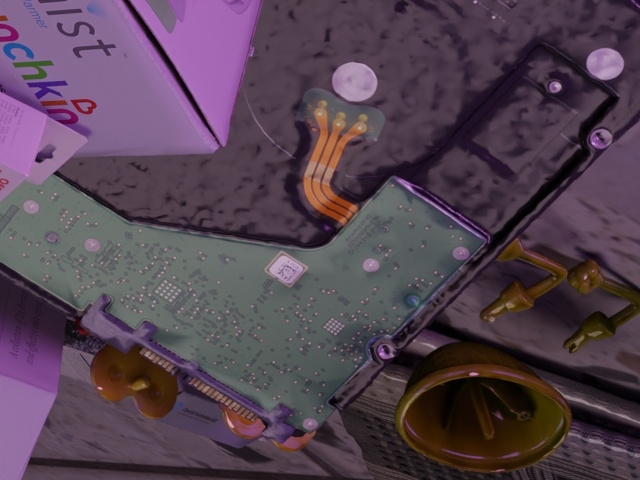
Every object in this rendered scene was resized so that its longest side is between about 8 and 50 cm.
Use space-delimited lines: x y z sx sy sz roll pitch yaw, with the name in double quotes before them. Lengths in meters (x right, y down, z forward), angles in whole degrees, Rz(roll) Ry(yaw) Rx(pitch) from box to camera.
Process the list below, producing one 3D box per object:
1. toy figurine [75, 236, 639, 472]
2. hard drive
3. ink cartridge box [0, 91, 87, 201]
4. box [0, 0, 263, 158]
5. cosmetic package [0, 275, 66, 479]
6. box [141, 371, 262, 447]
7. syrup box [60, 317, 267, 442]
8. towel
"toy figurine" 0.000 0.000 1.250 0.362 0.191 0.217 17 -156 -30
"hard drive" -0.009 -0.060 0.971 0.237 0.064 0.339 32 124 -14
"ink cartridge box" -0.132 -0.035 0.697 0.083 0.028 0.048 26 147 -22
"box" -0.131 -0.166 0.766 0.231 0.262 0.127 -1 147 24
"cosmetic package" -0.300 -0.006 1.228 0.284 0.097 0.377 20 -158 -13
"box" -0.101 0.040 1.316 0.038 0.186 0.145 -28 155 15
"syrup box" -0.135 0.072 1.554 0.237 0.093 0.096 15 154 27
"towel" 0.163 0.168 1.510 0.324 0.056 0.312 15 158 21
